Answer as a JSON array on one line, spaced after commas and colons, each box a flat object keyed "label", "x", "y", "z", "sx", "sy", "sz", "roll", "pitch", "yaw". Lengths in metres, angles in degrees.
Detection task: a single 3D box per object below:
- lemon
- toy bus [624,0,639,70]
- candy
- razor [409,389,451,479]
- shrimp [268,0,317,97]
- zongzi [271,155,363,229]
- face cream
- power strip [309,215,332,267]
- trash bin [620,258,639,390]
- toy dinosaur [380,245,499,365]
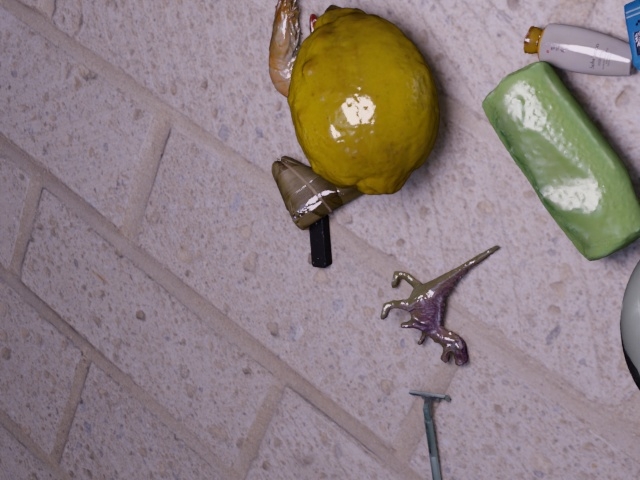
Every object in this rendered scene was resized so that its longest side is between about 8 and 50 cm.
[{"label": "lemon", "x": 0.077, "y": -0.246, "z": 1.617, "sx": 0.285, "sy": 0.285, "sz": 0.316, "roll": 16, "pitch": 104, "yaw": 30}, {"label": "toy bus", "x": 0.566, "y": -0.321, "z": 1.302, "sx": 0.246, "sy": 0.113, "sz": 0.134, "roll": -11, "pitch": 78, "yaw": 53}, {"label": "candy", "x": 0.405, "y": -0.133, "z": 1.508, "sx": 0.142, "sy": 0.132, "sz": 0.344, "roll": -33, "pitch": 85, "yaw": 16}, {"label": "razor", "x": 0.224, "y": 0.403, "z": 1.837, "sx": 0.084, "sy": 0.036, "sz": 0.211, "roll": 2, "pitch": 104, "yaw": 36}, {"label": "shrimp", "x": -0.043, "y": -0.388, "z": 1.786, "sx": 0.133, "sy": 0.053, "sz": 0.236, "roll": 17, "pitch": 116, "yaw": 32}, {"label": "zongzi", "x": -0.002, "y": -0.126, "z": 1.833, "sx": 0.176, "sy": 0.078, "sz": 0.160, "roll": -31, "pitch": 70, "yaw": 12}, {"label": "face cream", "x": 0.421, "y": -0.309, "z": 1.490, "sx": 0.182, "sy": 0.051, "sz": 0.072, "roll": 21, "pitch": 118, "yaw": 29}, {"label": "power strip", "x": 0.000, "y": 0.000, "z": 1.881, "sx": 0.037, "sy": 0.029, "sz": 0.111, "roll": 7, "pitch": 109, "yaw": 32}, {"label": "trash bin", "x": 0.654, "y": 0.120, "z": 1.315, "sx": 0.431, "sy": 0.280, "sz": 0.281, "roll": -12, "pitch": 96, "yaw": 34}, {"label": "toy dinosaur", "x": 0.223, "y": 0.106, "z": 1.749, "sx": 0.199, "sy": 0.072, "sz": 0.252, "roll": 14, "pitch": 99, "yaw": 20}]
